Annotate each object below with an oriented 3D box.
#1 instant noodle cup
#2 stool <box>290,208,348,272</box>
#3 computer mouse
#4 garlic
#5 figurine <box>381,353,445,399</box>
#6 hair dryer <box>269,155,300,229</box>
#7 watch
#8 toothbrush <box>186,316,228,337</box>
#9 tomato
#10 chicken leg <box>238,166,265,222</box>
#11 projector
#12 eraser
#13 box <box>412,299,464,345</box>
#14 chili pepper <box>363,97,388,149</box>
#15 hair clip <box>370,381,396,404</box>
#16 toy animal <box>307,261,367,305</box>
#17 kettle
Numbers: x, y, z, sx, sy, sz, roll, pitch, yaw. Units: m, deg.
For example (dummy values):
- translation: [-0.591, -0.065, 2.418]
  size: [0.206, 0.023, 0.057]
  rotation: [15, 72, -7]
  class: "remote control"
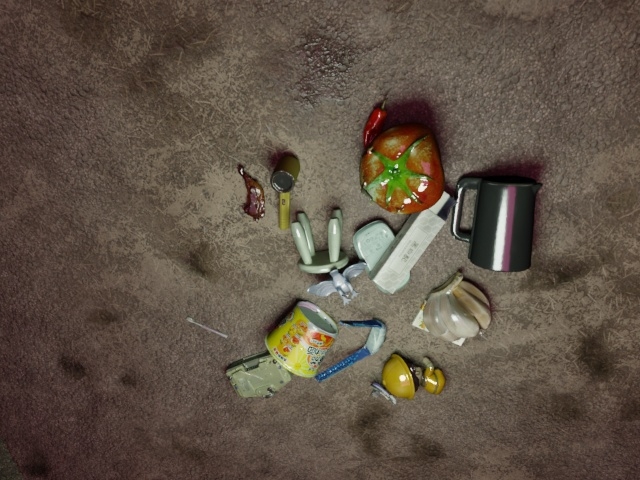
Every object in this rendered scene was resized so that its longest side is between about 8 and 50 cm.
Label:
- translation: [-0.063, 0.383, 1.722]
  size: [0.264, 0.264, 0.200]
  rotation: [35, 102, -7]
  class: "instant noodle cup"
- translation: [0.000, 0.000, 1.596]
  size: [0.195, 0.195, 0.199]
  rotation: [-4, 108, 7]
  class: "stool"
- translation: [0.237, 0.066, 1.648]
  size: [0.159, 0.097, 0.289]
  rotation: [-30, 99, 0]
  class: "computer mouse"
- translation: [0.531, 0.277, 1.671]
  size: [0.210, 0.237, 0.292]
  rotation: [-24, 96, 59]
  class: "garlic"
- translation: [0.382, 0.570, 1.780]
  size: [0.256, 0.167, 0.192]
  rotation: [8, 124, 3]
  class: "figurine"
- translation: [-0.131, -0.166, 1.601]
  size: [0.090, 0.135, 0.279]
  rotation: [7, 128, 3]
  class: "hair dryer"
- translation: [0.133, 0.438, 1.723]
  size: [0.274, 0.068, 0.277]
  rotation: [7, 112, -45]
  class: "watch"
- translation: [-0.495, 0.379, 1.881]
  size: [0.194, 0.014, 0.017]
  rotation: [27, 110, -4]
  class: "toothbrush"
- translation: [0.287, -0.234, 1.448]
  size: [0.303, 0.239, 0.304]
  rotation: [7, 105, 29]
  class: "tomato"
- translation: [-0.257, -0.173, 1.635]
  size: [0.089, 0.048, 0.219]
  rotation: [-5, 110, 4]
  class: "chicken leg"
- translation: [-0.264, 0.602, 1.902]
  size: [0.269, 0.088, 0.194]
  rotation: [-22, 104, 13]
  class: "projector"
- translation: [0.331, 0.002, 1.556]
  size: [0.098, 0.096, 0.404]
  rotation: [35, 93, -8]
  class: "eraser"
- translation: [0.499, 0.334, 1.755]
  size: [0.220, 0.032, 0.122]
  rotation: [24, 109, -3]
  class: "box"
- translation: [0.191, -0.405, 1.504]
  size: [0.059, 0.050, 0.191]
  rotation: [12, 120, -16]
  class: "chili pepper"
- translation: [0.257, 0.649, 1.830]
  size: [0.116, 0.172, 0.049]
  rotation: [33, 72, 3]
  class: "hair clip"
- translation: [0.069, 0.160, 1.619]
  size: [0.239, 0.176, 0.255]
  rotation: [-30, 133, -5]
  class: "toy animal"
- translation: [0.626, -0.072, 1.536]
  size: [0.203, 0.262, 0.308]
  rotation: [-11, 109, -28]
  class: "kettle"
